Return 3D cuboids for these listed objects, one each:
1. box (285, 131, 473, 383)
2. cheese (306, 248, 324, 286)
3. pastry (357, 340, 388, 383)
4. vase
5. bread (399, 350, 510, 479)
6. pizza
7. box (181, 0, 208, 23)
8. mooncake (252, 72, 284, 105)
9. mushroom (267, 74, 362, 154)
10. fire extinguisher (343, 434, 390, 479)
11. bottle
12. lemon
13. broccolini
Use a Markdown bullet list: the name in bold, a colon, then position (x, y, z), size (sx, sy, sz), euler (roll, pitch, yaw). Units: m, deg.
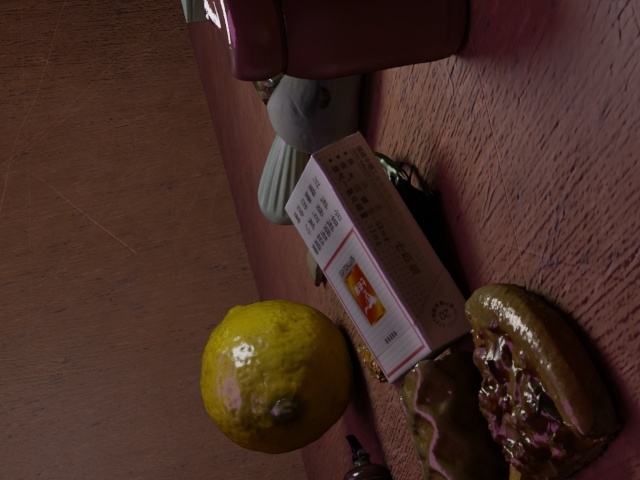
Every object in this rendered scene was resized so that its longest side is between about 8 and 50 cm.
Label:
- **box**: position (0.082, 0.033, 1.672), size (0.330, 0.095, 0.210), euler (60, 159, 12)
- **cheese**: position (0.002, -0.002, 2.511), size (0.400, 0.034, 0.085), euler (104, 156, -67)
- **pastry**: position (0.110, 0.226, 2.130), size (0.080, 0.056, 0.140), euler (66, 167, 0)
- **vase**: position (-0.068, -0.152, 2.473), size (0.248, 0.128, 0.128), euler (100, 157, -43)
- **bread**: position (0.197, 0.296, 1.551), size (0.152, 0.130, 0.268), euler (12, -122, -57)
- **pizza**: position (0.237, 0.137, 1.298), size (0.258, 0.087, 0.268), euler (103, 155, -61)
- **box**: position (-0.187, -0.580, 2.308), size (0.117, 0.225, 0.225), euler (103, 153, -67)
- **mooncake**: position (-0.123, -0.382, 2.620), size (0.130, 0.073, 0.125), euler (96, 157, -65)
- **mushroom**: position (-0.007, -0.304, 1.854), size (0.126, 0.177, 0.397), euler (-56, -14, -33)
- **fire extinguisher**: position (0.110, 0.568, 2.397), size (0.138, 0.102, 0.344), euler (98, 157, -67)
- **bottle**: position (0.010, -0.292, 1.394), size (0.206, 0.296, 0.173), euler (-114, 14, -46)
- **lemon**: position (-0.098, 0.306, 2.513), size (0.387, 0.349, 0.350), euler (-101, 2, -69)
- **broccolini**: position (0.117, -0.063, 1.739), size (0.271, 0.062, 0.123), euler (-131, 45, -59)
